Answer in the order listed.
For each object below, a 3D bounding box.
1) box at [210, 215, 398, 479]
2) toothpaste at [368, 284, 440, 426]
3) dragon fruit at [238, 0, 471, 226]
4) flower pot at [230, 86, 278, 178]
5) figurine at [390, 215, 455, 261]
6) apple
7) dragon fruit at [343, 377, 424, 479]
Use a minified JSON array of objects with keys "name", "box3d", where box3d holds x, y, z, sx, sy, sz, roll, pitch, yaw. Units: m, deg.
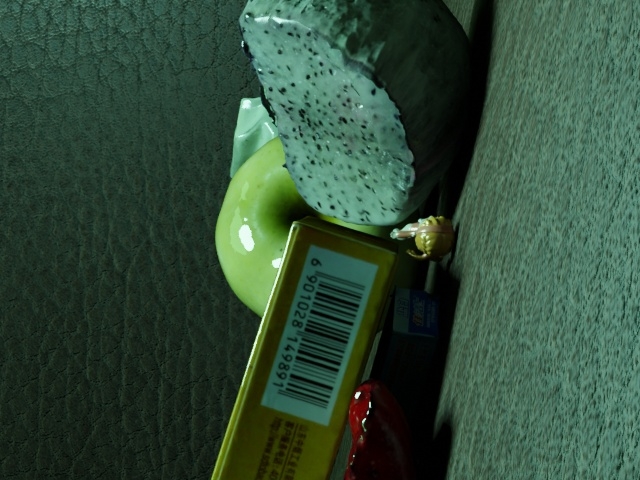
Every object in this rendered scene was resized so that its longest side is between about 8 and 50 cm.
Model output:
[{"name":"box","box3d":[-0.031,0.188,1.698,0.264,0.116,0.415,-57,-16,-87]},{"name":"toothpaste","box3d":[0.078,0.155,1.778,0.272,0.053,0.066,103,177,-50]},{"name":"dragon fruit","box3d":[0.072,-0.171,1.755,0.221,0.204,0.283,-49,-42,-35]},{"name":"flower pot","box3d":[0.024,-0.204,2.279,0.164,0.254,0.367,103,178,-57]},{"name":"figurine","box3d":[0.105,-0.002,1.704,0.109,0.064,0.047,-175,87,-72]},{"name":"apple","box3d":[0.000,0.000,1.980,0.262,0.262,0.262,-170,90,-88]},{"name":"dragon fruit","box3d":[0.036,0.302,1.538,0.282,0.100,0.343,113,172,-85]}]
